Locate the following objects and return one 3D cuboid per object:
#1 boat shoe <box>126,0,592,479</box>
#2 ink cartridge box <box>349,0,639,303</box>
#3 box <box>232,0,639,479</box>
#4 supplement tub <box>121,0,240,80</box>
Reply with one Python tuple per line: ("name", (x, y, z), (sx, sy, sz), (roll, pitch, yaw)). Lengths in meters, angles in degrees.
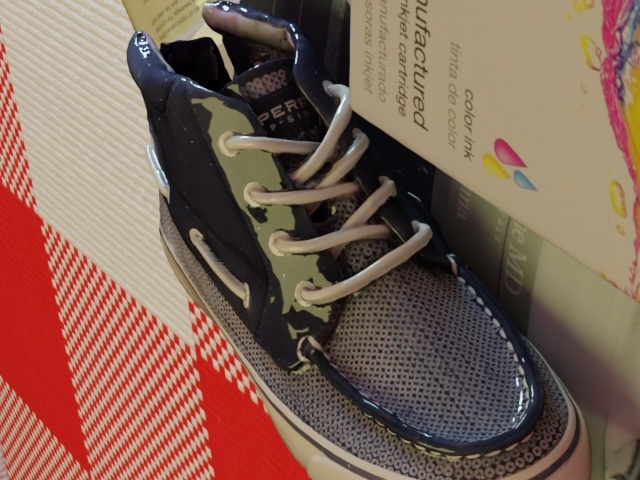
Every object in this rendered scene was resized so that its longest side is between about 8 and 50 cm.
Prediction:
("boat shoe", (0.000, 0.000, 0.753), (0.340, 0.127, 0.158), (38, 149, 48))
("ink cartridge box", (0.135, -0.085, 0.463), (0.278, 0.117, 0.201), (38, 139, 42))
("box", (0.204, -0.123, 0.760), (0.472, 0.297, 0.480), (48, 147, 32))
("supplement tub", (-0.052, -0.240, 1.212), (0.325, 0.235, 0.235), (66, 154, 6))
